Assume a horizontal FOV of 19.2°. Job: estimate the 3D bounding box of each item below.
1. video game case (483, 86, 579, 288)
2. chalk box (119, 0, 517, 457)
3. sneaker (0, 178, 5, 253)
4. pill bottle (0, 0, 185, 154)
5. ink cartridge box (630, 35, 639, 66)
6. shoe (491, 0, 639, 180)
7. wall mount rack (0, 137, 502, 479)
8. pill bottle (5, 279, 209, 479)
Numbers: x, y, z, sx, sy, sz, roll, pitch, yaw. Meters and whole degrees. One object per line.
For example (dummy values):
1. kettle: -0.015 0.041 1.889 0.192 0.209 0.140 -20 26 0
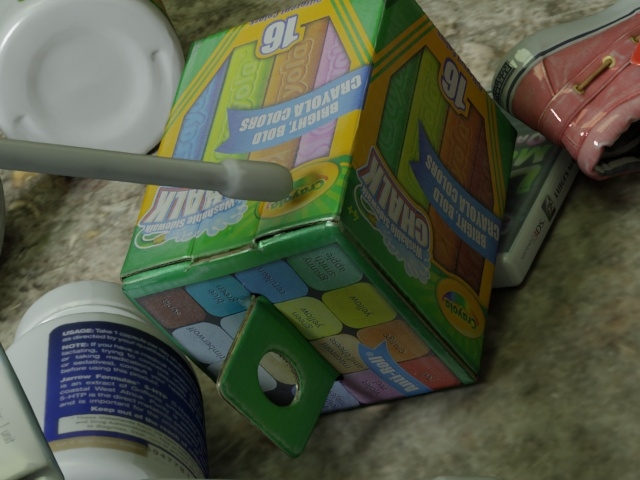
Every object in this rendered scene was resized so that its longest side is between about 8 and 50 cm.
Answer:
1. video game case: 0.057 -0.028 1.060 0.190 0.022 0.173 -7 36 36
2. chalk box: 0.000 0.000 0.926 0.132 0.132 0.213 -15 45 31
3. sneaker: -0.306 0.042 1.182 0.127 0.126 0.321 -10 35 23
4. pill bottle: -0.181 -0.155 1.371 0.136 0.136 0.246 -30 28 2
5. ink cartridge box: 0.367 -0.212 0.941 0.385 0.091 0.308 0 40 29
6. shoe: 0.181 -0.089 1.009 0.178 0.063 0.081 -25 56 -31
7. wall mount rack: -0.116 0.062 0.708 0.304 0.130 0.350 -26 48 -9
8. pill bottle: -0.110 0.100 0.915 0.112 0.112 0.187 -26 28 8
